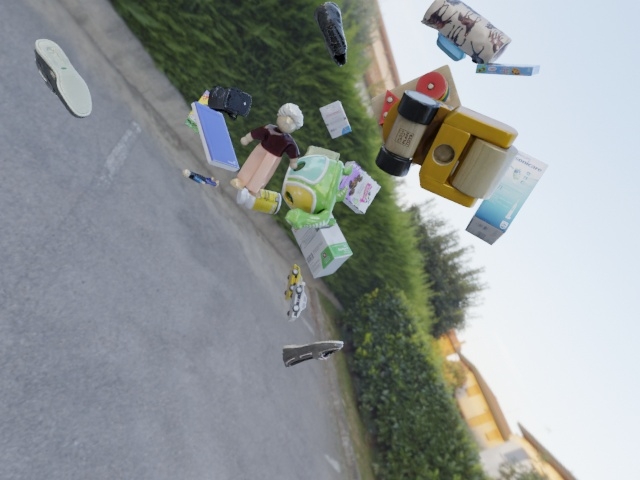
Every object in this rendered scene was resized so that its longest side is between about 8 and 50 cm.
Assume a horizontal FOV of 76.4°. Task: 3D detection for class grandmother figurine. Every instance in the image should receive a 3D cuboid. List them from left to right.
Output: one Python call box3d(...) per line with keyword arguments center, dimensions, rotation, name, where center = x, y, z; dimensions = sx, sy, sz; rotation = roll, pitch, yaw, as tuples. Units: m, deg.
box3d(center=(-0.163, -0.305, 1.376), dimensions=(0.207, 0.342, 0.104), rotation=(19, 31, -30), name="grandmother figurine")

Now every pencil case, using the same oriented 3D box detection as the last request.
box3d(center=(0.670, -0.973, 1.899), dimensions=(0.410, 0.160, 0.183), rotation=(40, -40, 5), name="pencil case")

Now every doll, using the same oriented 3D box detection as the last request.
box3d(center=(-0.568, -0.291, 1.893), dimensions=(0.129, 0.046, 0.189), rotation=(33, 11, 28), name="doll")

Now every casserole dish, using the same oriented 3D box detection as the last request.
box3d(center=(0.642, -0.960, 2.017), dimensions=(0.188, 0.114, 0.037), rotation=(33, -29, -14), name="casserole dish")

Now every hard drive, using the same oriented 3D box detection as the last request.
box3d(center=(-0.522, -0.514, 2.033), dimensions=(0.210, 0.040, 0.319), rotation=(4, 65, -65), name="hard drive")

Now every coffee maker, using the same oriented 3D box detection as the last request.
box3d(center=(-0.405, -0.604, 1.725), dimensions=(0.178, 0.120, 0.171), rotation=(25, -11, 46), name="coffee maker")

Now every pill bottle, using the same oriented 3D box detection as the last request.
box3d(center=(-0.279, -0.185, 1.842), dimensions=(0.184, 0.103, 0.103), rotation=(11, 40, -27), name="pill bottle")

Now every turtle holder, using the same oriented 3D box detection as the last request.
box3d(center=(-0.029, -0.167, 1.511), dimensions=(0.243, 0.227, 0.320), rotation=(120, -13, -78), name="turtle holder")

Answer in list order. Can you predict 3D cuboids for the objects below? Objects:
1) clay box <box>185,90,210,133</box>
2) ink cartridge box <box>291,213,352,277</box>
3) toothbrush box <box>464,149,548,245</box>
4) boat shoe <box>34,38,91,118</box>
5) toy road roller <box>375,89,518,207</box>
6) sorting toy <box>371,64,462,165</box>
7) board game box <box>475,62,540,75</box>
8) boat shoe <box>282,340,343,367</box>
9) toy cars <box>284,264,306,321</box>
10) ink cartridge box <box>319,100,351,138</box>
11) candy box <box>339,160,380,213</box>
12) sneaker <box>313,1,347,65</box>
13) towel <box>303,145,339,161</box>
box3d(center=(-0.657, -0.719, 2.309), dimensions=(0.127, 0.222, 0.053), rotation=(35, 1, -18), name="clay box")
box3d(center=(0.000, 0.000, 1.941), dimensions=(0.211, 0.121, 0.289), rotation=(-49, -120, 48), name="ink cartridge box")
box3d(center=(0.683, -0.152, 1.514), dimensions=(0.126, 0.295, 0.216), rotation=(34, -4, 16), name="toothbrush box")
box3d(center=(-0.722, -0.440, 1.142), dimensions=(0.233, 0.079, 0.084), rotation=(59, 36, 0), name="boat shoe")
box3d(center=(0.322, -0.260, 1.057), dimensions=(0.240, 0.329, 0.203), rotation=(-51, 165, -54), name="toy road roller")
box3d(center=(0.297, -0.376, 1.244), dimensions=(0.089, 0.257, 0.256), rotation=(-1, 75, -64), name="sorting toy")
box3d(center=(0.759, -0.693, 1.648), dimensions=(0.160, 0.211, 0.039), rotation=(-33, 132, -48), name="board game box")
box3d(center=(-0.034, 0.499, 1.785), dimensions=(0.112, 0.335, 0.096), rotation=(19, 61, -47), name="boat shoe")
box3d(center=(-0.117, 0.271, 2.093), dimensions=(0.394, 0.087, 0.176), rotation=(-110, -141, -67), name="toy cars")
box3d(center=(0.070, -0.599, 1.979), dimensions=(0.180, 0.104, 0.060), rotation=(59, 17, -44), name="ink cartridge box")
box3d(center=(0.164, -0.246, 1.911), dimensions=(0.196, 0.165, 0.070), rotation=(37, -11, -27), name="candy box")
box3d(center=(0.059, -0.825, 1.639), dimensions=(0.286, 0.109, 0.130), rotation=(38, 32, -67), name="sneaker")
box3d(center=(0.004, -0.362, 1.777), dimensions=(0.027, 0.148, 0.110), rotation=(99, 10, -49), name="towel")
